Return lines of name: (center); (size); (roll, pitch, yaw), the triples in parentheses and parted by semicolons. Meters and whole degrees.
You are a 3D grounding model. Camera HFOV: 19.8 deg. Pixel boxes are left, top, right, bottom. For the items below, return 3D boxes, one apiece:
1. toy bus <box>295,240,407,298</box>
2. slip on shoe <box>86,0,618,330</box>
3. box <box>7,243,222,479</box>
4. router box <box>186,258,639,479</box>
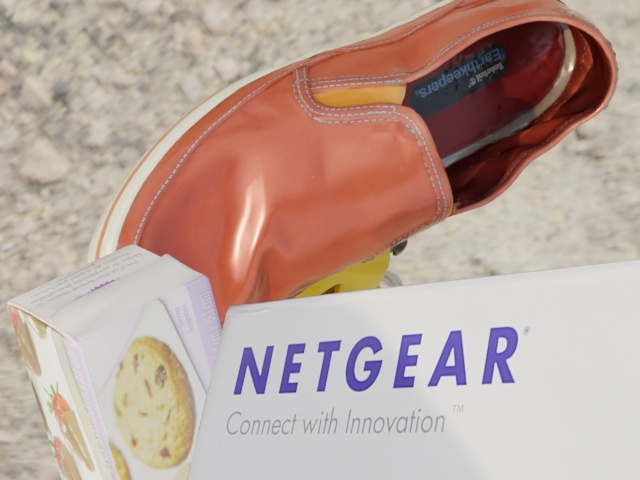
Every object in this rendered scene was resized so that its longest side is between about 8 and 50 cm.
toy bus: (-0.006, 0.004, 1.140); (0.191, 0.104, 0.202); (35, 33, -9)
slip on shoe: (0.022, -0.043, 0.981); (0.331, 0.101, 0.123); (-30, 114, -20)
box: (-0.050, 0.160, 0.773); (0.067, 0.063, 0.324); (-25, 116, -27)
router box: (0.070, 0.157, 0.425); (0.082, 0.335, 0.301); (23, 70, -34)
